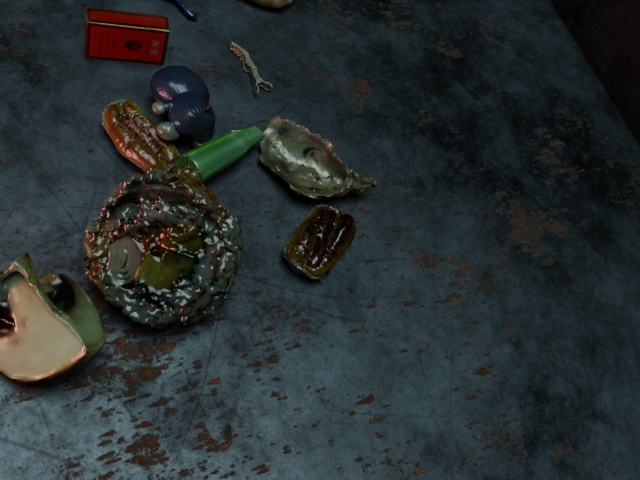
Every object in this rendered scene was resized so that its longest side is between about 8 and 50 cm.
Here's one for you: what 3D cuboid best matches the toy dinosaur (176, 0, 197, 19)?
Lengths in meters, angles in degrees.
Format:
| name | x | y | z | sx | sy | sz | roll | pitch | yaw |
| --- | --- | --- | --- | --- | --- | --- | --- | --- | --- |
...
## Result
| name | x | y | z | sx | sy | sz | roll | pitch | yaw |
| --- | --- | --- | --- | --- | --- | --- | --- | --- | --- |
| toy dinosaur | -0.534 | -0.828 | 2.146 | 0.247 | 0.075 | 0.188 | 0 | 71 | -29 |

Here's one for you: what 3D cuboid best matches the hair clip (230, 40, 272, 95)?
| name | x | y | z | sx | sy | sz | roll | pitch | yaw |
| --- | --- | --- | --- | --- | --- | --- | --- | --- | --- |
| hair clip | -0.232 | -0.578 | 2.152 | 0.072 | 0.034 | 0.226 | -17 | 69 | -32 |

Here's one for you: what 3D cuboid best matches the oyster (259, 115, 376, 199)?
| name | x | y | z | sx | sy | sz | roll | pitch | yaw |
| --- | --- | --- | --- | --- | --- | --- | --- | --- | --- |
| oyster | -0.033 | -0.214 | 2.007 | 0.396 | 0.111 | 0.204 | 33 | 70 | 2 |

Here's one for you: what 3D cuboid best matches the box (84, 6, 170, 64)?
| name | x | y | z | sx | sy | sz | roll | pitch | yaw |
| --- | --- | --- | --- | --- | --- | --- | --- | --- | --- |
| box | -0.586 | -0.615 | 1.957 | 0.239 | 0.153 | 0.074 | -1 | 60 | -23 |

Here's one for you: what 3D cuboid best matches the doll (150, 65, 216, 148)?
| name | x | y | z | sx | sy | sz | roll | pitch | yaw |
| --- | --- | --- | --- | --- | --- | --- | --- | --- | --- |
| doll | -0.407 | -0.404 | 1.915 | 0.228 | 0.154 | 0.258 | 10 | 40 | -49 |

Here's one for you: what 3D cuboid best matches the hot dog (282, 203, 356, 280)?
| name | x | y | z | sx | sy | sz | roll | pitch | yaw |
| --- | --- | --- | --- | --- | --- | --- | --- | --- | --- |
| hot dog | 0.000 | 0.000 | 1.909 | 0.162 | 0.082 | 0.270 | 36 | 57 | 1 |

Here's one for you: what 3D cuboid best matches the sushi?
| name | x | y | z | sx | sy | sz | roll | pitch | yaw |
| --- | --- | --- | --- | --- | --- | --- | --- | --- | --- |
| sushi | -0.386 | 0.029 | 1.611 | 0.417 | 0.176 | 0.418 | -1 | 95 | -7 |

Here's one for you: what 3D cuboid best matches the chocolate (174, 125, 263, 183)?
| name | x | y | z | sx | sy | sz | roll | pitch | yaw |
| --- | --- | --- | --- | --- | --- | --- | --- | --- | --- |
| chocolate | -0.286 | -0.261 | 1.909 | 0.110 | 0.110 | 0.291 | 48 | 52 | 7 |

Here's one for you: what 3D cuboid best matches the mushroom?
| name | x | y | z | sx | sy | sz | roll | pitch | yaw |
| --- | --- | --- | --- | --- | --- | --- | --- | --- | --- |
| mushroom | -0.665 | 0.198 | 1.516 | 0.217 | 0.212 | 0.292 | -41 | 96 | 10 |

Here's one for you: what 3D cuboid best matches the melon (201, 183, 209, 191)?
| name | x | y | z | sx | sy | sz | roll | pitch | yaw |
| --- | --- | --- | --- | --- | --- | --- | --- | --- | --- |
| melon | -0.361 | -0.076 | 1.768 | 0.139 | 0.139 | 0.192 | 13 | 62 | -16 |

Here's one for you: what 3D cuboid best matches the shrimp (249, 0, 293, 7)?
| name | x | y | z | sx | sy | sz | roll | pitch | yaw |
| --- | --- | --- | --- | --- | --- | --- | --- | --- | --- |
| shrimp | -0.172 | -0.922 | 2.340 | 0.185 | 0.068 | 0.287 | 44 | 55 | 2 |

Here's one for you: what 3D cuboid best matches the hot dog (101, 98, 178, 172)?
| name | x | y | z | sx | sy | sz | roll | pitch | yaw |
| --- | --- | --- | --- | --- | --- | --- | --- | --- | --- |
| hot dog | -0.520 | -0.292 | 1.857 | 0.268 | 0.075 | 0.144 | 48 | 54 | 4 |
